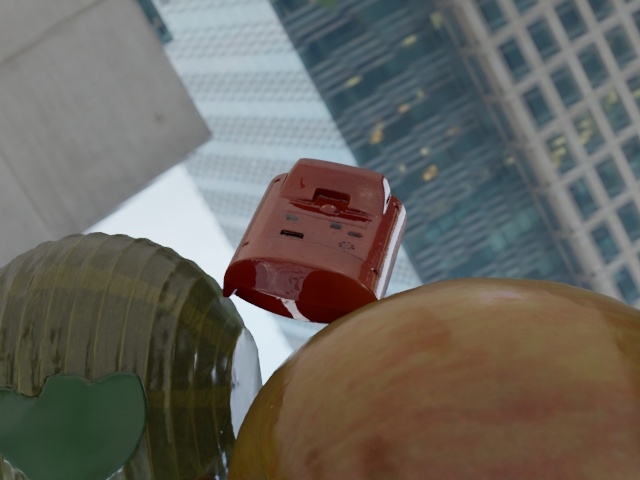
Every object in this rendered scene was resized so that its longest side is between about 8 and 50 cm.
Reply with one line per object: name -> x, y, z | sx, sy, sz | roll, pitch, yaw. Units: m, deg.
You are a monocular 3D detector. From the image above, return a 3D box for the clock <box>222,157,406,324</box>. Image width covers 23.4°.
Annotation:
clock -> 0.000, 0.000, 1.129 | 0.113, 0.061, 0.155 | 12, -150, 5

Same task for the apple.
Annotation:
apple -> 0.110, 0.216, 0.993 | 0.346, 0.391, 0.391 | 6, -166, -11

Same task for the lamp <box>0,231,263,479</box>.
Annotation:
lamp -> -0.185, 0.116, 1.131 | 0.284, 0.250, 0.250 | -1, -155, 10
